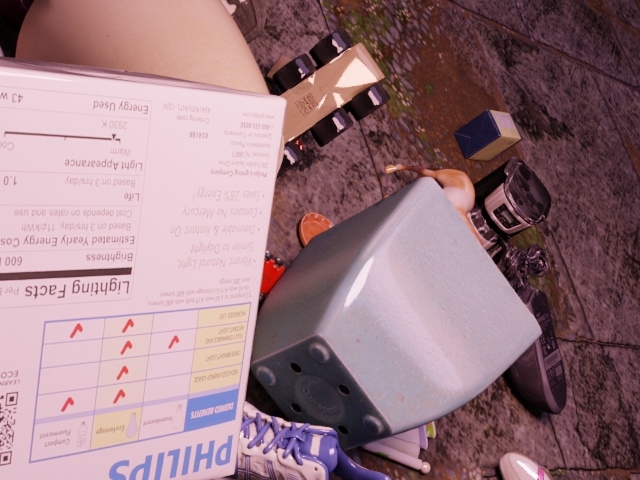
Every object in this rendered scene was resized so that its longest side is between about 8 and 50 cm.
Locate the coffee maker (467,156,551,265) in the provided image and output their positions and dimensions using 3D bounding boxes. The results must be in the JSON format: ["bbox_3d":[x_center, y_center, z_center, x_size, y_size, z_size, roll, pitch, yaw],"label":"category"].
[{"bbox_3d":[0.268,-0.053,1.892,0.120,0.178,0.171,34,40,-29],"label":"coffee maker"}]

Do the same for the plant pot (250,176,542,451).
[{"bbox_3d":[0.063,0.121,1.424,0.247,0.248,0.252,53,47,-8],"label":"plant pot"}]

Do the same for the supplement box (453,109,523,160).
[{"bbox_3d":[0.303,-0.189,2.131,0.083,0.083,0.056,1,62,-49],"label":"supplement box"}]

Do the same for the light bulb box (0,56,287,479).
[{"bbox_3d":[-0.243,0.029,1.020,0.358,0.225,0.361,-1,103,-51],"label":"light bulb box"}]

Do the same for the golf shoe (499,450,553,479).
[{"bbox_3d":[0.305,0.387,1.670,0.086,0.067,0.186,-18,77,-53],"label":"golf shoe"}]

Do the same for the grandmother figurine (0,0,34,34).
[{"bbox_3d":[-0.333,-0.305,1.446,0.342,0.104,0.208,14,43,-48],"label":"grandmother figurine"}]

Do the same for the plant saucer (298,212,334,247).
[{"bbox_3d":[0.000,0.000,1.669,0.083,0.013,0.083,32,40,-31],"label":"plant saucer"}]

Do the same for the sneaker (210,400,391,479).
[{"bbox_3d":[-0.045,0.230,1.321,0.296,0.131,0.112,36,41,-24],"label":"sneaker"}]

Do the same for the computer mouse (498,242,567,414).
[{"bbox_3d":[0.324,0.143,1.861,0.188,0.072,0.272,-1,79,-65],"label":"computer mouse"}]

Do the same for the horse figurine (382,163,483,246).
[{"bbox_3d":[0.172,-0.049,1.794,0.263,0.174,0.066,-69,158,-52],"label":"horse figurine"}]

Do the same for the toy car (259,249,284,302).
[{"bbox_3d":[-0.108,-0.003,1.402,0.053,0.225,0.239,25,28,22],"label":"toy car"}]

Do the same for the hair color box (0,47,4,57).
[{"bbox_3d":[-0.395,-0.181,1.305,0.093,0.053,0.167,-4,67,-51],"label":"hair color box"}]

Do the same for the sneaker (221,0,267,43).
[{"bbox_3d":[-0.213,-0.463,1.699,0.410,0.158,0.182,52,17,-14],"label":"sneaker"}]

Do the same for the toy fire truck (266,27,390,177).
[{"bbox_3d":[-0.041,-0.193,1.665,0.158,0.217,0.246,54,-8,-1],"label":"toy fire truck"}]

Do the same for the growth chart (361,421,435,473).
[{"bbox_3d":[0.103,0.205,1.617,0.172,0.021,0.237,32,41,-31],"label":"growth chart"}]

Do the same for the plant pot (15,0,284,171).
[{"bbox_3d":[-0.161,-0.153,1.297,0.256,0.256,0.274,12,25,-45],"label":"plant pot"}]
